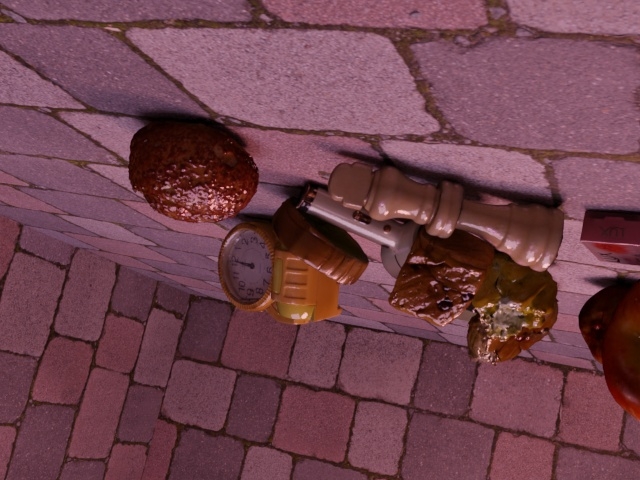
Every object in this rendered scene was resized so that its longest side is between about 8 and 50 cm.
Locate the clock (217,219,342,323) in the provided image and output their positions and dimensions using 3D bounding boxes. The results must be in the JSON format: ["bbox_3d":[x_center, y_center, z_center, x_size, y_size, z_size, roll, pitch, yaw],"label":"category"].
[{"bbox_3d":[-0.108,0.071,2.022,0.317,0.244,0.200,8,-176,39],"label":"clock"}]

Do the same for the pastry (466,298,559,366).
[{"bbox_3d":[0.483,0.210,2.003,0.235,0.121,0.257,-19,142,-20],"label":"pastry"}]

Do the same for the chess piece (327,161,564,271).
[{"bbox_3d":[0.206,-0.052,1.366,0.397,0.117,0.117,15,169,-4],"label":"chess piece"}]

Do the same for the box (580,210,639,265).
[{"bbox_3d":[0.518,-0.002,1.379,0.111,0.060,0.156,7,166,36],"label":"box"}]

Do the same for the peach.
[{"bbox_3d":[0.677,0.197,1.434,0.310,0.335,0.406,4,-175,45],"label":"peach"}]

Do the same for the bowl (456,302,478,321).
[{"bbox_3d":[0.363,0.143,2.127,0.211,0.112,0.211,13,170,2],"label":"bowl"}]

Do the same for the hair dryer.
[{"bbox_3d":[0.103,-0.030,1.617,0.362,0.128,0.203,23,168,-11],"label":"hair dryer"}]

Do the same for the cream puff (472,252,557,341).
[{"bbox_3d":[0.433,0.112,1.793,0.194,0.195,0.221,8,156,26],"label":"cream puff"}]

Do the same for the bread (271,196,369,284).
[{"bbox_3d":[0.000,0.000,1.689,0.236,0.070,0.236,38,-168,-9],"label":"bread"}]

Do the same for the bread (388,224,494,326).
[{"bbox_3d":[0.218,0.054,1.443,0.143,0.149,0.158,26,-147,10],"label":"bread"}]

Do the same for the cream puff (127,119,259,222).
[{"bbox_3d":[-0.234,-0.117,1.441,0.240,0.164,0.240,16,174,2],"label":"cream puff"}]

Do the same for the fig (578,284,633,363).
[{"bbox_3d":[0.713,0.193,1.865,0.190,0.191,0.290,6,-177,34],"label":"fig"}]
